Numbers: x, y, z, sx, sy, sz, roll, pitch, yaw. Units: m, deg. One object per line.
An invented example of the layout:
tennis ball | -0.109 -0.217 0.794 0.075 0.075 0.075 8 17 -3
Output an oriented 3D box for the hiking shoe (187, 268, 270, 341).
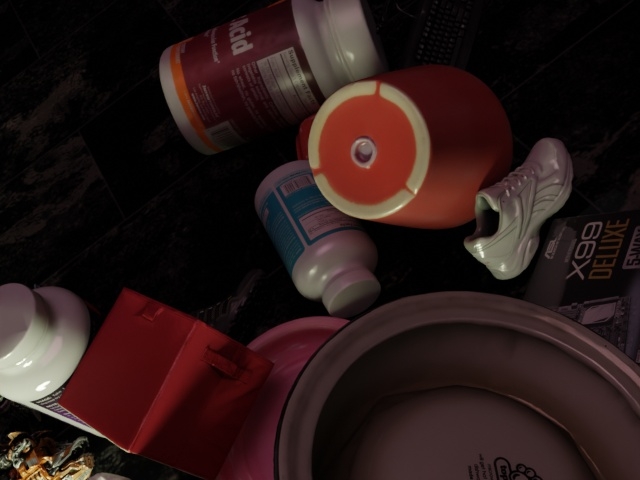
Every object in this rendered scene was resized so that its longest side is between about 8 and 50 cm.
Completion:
hiking shoe | -0.178 0.133 1.245 0.114 0.086 0.227 27 76 30

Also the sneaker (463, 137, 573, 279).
sneaker | 0.293 -0.063 1.092 0.232 0.115 0.090 -63 25 -9

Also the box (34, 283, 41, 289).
box | -0.497 0.179 1.343 0.042 0.109 0.178 -28 54 8

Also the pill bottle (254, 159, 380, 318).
pill bottle | 0.000 0.000 1.207 0.146 0.146 0.264 -32 54 4

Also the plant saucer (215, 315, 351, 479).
plant saucer | -0.012 0.279 1.089 0.332 0.084 0.332 -11 57 18

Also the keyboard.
keyboard | 0.198 -0.413 1.367 0.201 0.033 0.317 21 67 -7

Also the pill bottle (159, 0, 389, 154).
pill bottle | -0.082 -0.327 1.385 0.392 0.224 0.224 -18 56 13

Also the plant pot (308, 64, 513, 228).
plant pot | 0.124 -0.139 1.110 0.275 0.243 0.275 5 100 32

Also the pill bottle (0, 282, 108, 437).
pill bottle | -0.397 0.190 1.161 0.181 0.323 0.181 -11 58 17

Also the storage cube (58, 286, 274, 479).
storage cube | -0.221 0.207 1.062 0.215 0.183 0.193 17 73 40

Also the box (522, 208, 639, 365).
box | 0.371 0.106 0.957 0.242 0.076 0.307 -6 54 60

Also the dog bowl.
dog bowl | 0.156 0.251 0.723 0.408 0.150 0.408 2 46 -2

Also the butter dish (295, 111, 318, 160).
butter dish | 0.019 -0.185 1.324 0.160 0.118 0.160 -17 56 13

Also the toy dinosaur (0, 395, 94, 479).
toy dinosaur | -0.543 0.373 1.236 0.322 0.164 0.218 -11 72 -7

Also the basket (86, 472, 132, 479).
basket | -0.166 0.511 0.910 0.328 0.266 0.331 9 67 28
